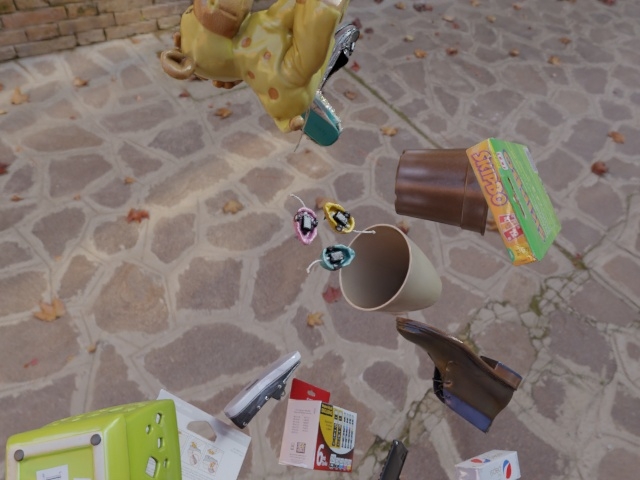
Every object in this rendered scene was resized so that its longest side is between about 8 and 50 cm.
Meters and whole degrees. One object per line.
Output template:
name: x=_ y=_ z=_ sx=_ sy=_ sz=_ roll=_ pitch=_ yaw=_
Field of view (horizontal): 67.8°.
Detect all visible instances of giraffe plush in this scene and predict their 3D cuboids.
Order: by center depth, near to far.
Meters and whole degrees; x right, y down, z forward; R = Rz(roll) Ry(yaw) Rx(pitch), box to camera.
giraffe plush: x=-0.074 y=-0.225 z=0.532 sx=0.171 sy=0.210 sz=0.181 roll=19 pitch=20 yaw=-5

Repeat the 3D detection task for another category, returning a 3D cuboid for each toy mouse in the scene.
toy mouse: x=0.000 y=0.000 z=0.752 sx=0.161 sy=0.031 sz=0.143 roll=36 pitch=54 yaw=-17

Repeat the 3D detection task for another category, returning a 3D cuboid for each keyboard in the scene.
keyboard: x=0.139 y=0.640 z=1.132 sx=0.033 sy=0.201 sz=0.317 roll=13 pitch=59 yaw=31

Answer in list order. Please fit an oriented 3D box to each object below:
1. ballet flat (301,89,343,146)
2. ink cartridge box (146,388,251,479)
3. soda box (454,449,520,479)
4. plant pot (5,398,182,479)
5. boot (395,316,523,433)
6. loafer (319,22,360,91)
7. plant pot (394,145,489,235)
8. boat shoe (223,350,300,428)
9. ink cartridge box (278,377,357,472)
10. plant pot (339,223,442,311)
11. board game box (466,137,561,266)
ballet flat: x=-0.047 y=-0.260 z=0.844 sx=0.091 sy=0.241 sz=0.077 roll=-29 pitch=43 yaw=17
ink cartridge box: x=-0.320 y=0.521 z=1.078 sx=0.296 sy=0.066 sz=0.261 roll=44 pitch=47 yaw=-30
soda box: x=0.451 y=0.618 z=1.277 sx=0.216 sy=0.074 sz=0.069 roll=9 pitch=71 yaw=-43
plant pot: x=-0.378 y=0.400 z=0.793 sx=0.227 sy=0.207 sz=0.228 roll=-12 pitch=74 yaw=3
boot: x=0.197 y=0.206 z=0.739 sx=0.219 sy=0.082 sz=0.106 roll=29 pitch=82 yaw=0
loafer: x=0.034 y=-0.468 z=1.255 sx=0.084 sy=0.096 sz=0.267 roll=34 pitch=67 yaw=14
plant pot: x=0.229 y=-0.099 z=0.882 sx=0.165 sy=0.166 sz=0.166 roll=7 pitch=49 yaw=18
boat shoe: x=-0.126 y=0.367 z=1.167 sx=0.228 sy=0.080 sz=0.076 roll=-38 pitch=97 yaw=-28
ink cartridge box: x=0.005 y=0.635 z=1.629 sx=0.130 sy=0.309 sz=0.271 roll=-5 pitch=63 yaw=26
plant pot: x=0.243 y=0.115 z=1.438 sx=0.274 sy=0.256 sz=0.256 roll=24 pitch=39 yaw=-40
board game box: x=0.227 y=-0.050 z=0.540 sx=0.259 sy=0.039 sz=0.124 roll=-15 pitch=82 yaw=-61
